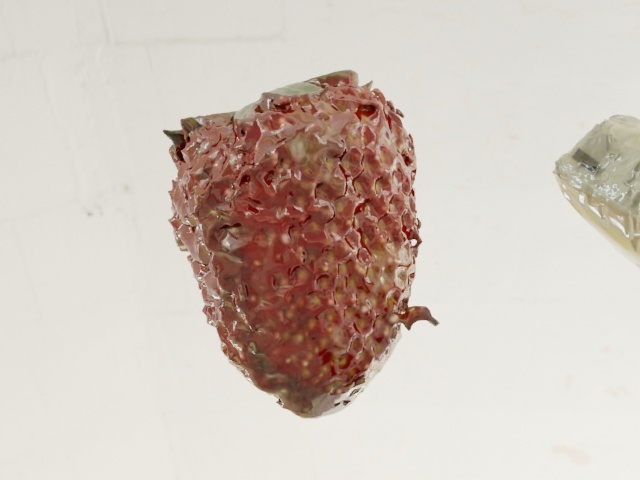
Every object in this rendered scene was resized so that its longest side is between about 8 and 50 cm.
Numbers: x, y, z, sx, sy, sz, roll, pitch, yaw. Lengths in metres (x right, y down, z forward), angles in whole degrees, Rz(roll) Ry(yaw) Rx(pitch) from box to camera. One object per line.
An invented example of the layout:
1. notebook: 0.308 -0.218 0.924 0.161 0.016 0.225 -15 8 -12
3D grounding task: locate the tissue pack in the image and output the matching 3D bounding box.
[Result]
1. tissue pack: 0.599 -0.020 1.629 0.195 0.390 0.375 -49 -47 2

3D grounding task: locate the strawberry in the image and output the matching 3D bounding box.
1. strawberry: 0.001 -0.001 1.062 0.292 0.344 0.292 -27 -8 -4
